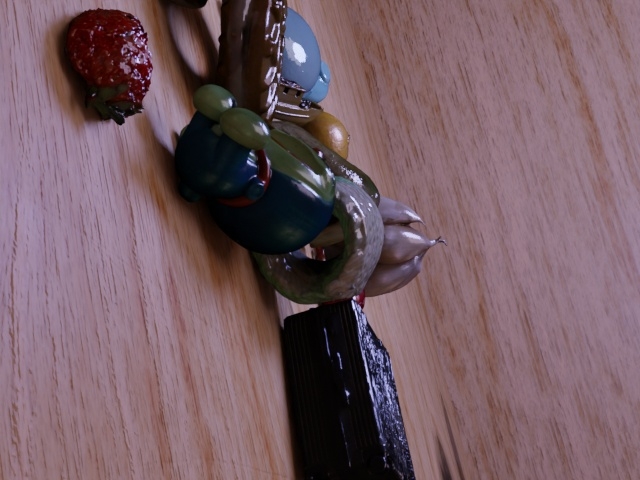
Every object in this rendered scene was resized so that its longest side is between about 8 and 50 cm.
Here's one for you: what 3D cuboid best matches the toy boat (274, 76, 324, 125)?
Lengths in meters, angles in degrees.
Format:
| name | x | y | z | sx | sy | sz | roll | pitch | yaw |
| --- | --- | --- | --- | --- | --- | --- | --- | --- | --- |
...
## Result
| name | x | y | z | sx | sy | sz | roll | pitch | yaw |
| --- | --- | --- | --- | --- | --- | --- | --- | --- | --- |
| toy boat | -0.074 | -0.271 | 2.017 | 0.200 | 0.077 | 0.057 | 12 | 21 | -43 |

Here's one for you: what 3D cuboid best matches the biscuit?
| name | x | y | z | sx | sy | sz | roll | pitch | yaw |
| --- | --- | --- | --- | --- | --- | --- | --- | --- | --- |
| biscuit | -0.112 | -0.348 | 1.792 | 0.332 | 0.103 | 0.332 | 6 | 90 | -89 |

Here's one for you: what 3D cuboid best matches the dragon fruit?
| name | x | y | z | sx | sy | sz | roll | pitch | yaw |
| --- | --- | --- | --- | --- | --- | --- | --- | --- | --- |
| dragon fruit | 0.037 | 0.089 | 2.168 | 0.094 | 0.094 | 0.191 | 58 | 8 | -52 |

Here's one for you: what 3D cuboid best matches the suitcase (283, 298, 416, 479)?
| name | x | y | z | sx | sy | sz | roll | pitch | yaw |
| --- | --- | --- | --- | --- | --- | --- | --- | --- | --- |
| suitcase | 0.045 | 0.292 | 1.771 | 0.230 | 0.152 | 0.335 | 60 | 15 | -51 |

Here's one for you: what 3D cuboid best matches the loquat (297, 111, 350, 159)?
| name | x | y | z | sx | sy | sz | roll | pitch | yaw |
| --- | --- | --- | --- | --- | --- | --- | --- | --- | --- |
| loquat | -0.004 | -0.208 | 2.261 | 0.141 | 0.141 | 0.141 | -17 | 90 | -78 |

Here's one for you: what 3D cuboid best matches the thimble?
| name | x | y | z | sx | sy | sz | roll | pitch | yaw |
| --- | --- | --- | --- | --- | --- | --- | --- | --- | --- |
| thimble | 0.000 | 0.000 | 1.776 | 0.150 | 0.219 | 0.219 | -9 | 82 | -70 |

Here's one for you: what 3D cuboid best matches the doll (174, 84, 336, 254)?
| name | x | y | z | sx | sy | sz | roll | pitch | yaw |
| --- | --- | --- | --- | --- | --- | --- | --- | --- | --- |
| doll | -0.098 | -0.090 | 1.571 | 0.322 | 0.186 | 0.198 | 32 | 8 | -47 |

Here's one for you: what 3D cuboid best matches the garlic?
| name | x | y | z | sx | sy | sz | roll | pitch | yaw |
| --- | --- | --- | --- | --- | --- | --- | --- | --- | --- |
| garlic | 0.114 | 0.012 | 2.280 | 0.238 | 0.291 | 0.210 | -69 | 169 | 16 |

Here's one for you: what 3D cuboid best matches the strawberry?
| name | x | y | z | sx | sy | sz | roll | pitch | yaw |
| --- | --- | --- | --- | --- | --- | --- | --- | --- | --- |
| strawberry | -0.248 | -0.220 | 1.295 | 0.192 | 0.085 | 0.140 | -74 | 143 | -72 |

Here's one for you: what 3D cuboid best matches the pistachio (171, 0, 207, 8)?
| name | x | y | z | sx | sy | sz | roll | pitch | yaw |
| --- | --- | --- | --- | --- | --- | --- | --- | --- | --- |
| pistachio | -0.209 | -0.431 | 1.713 | 0.149 | 0.113 | 0.113 | -41 | 113 | -72 |

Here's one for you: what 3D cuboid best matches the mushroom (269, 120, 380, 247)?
| name | x | y | z | sx | sy | sz | roll | pitch | yaw |
| --- | --- | --- | --- | --- | --- | --- | --- | --- | --- |
| mushroom | -0.009 | -0.129 | 2.021 | 0.292 | 0.211 | 0.218 | 21 | 55 | -65 |

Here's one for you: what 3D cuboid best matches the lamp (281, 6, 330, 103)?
| name | x | y | z | sx | sy | sz | roll | pitch | yaw |
| --- | --- | --- | --- | --- | --- | --- | --- | --- | --- |
| lamp | -0.073 | -0.366 | 2.132 | 0.284 | 0.147 | 0.209 | 48 | 32 | -63 |
